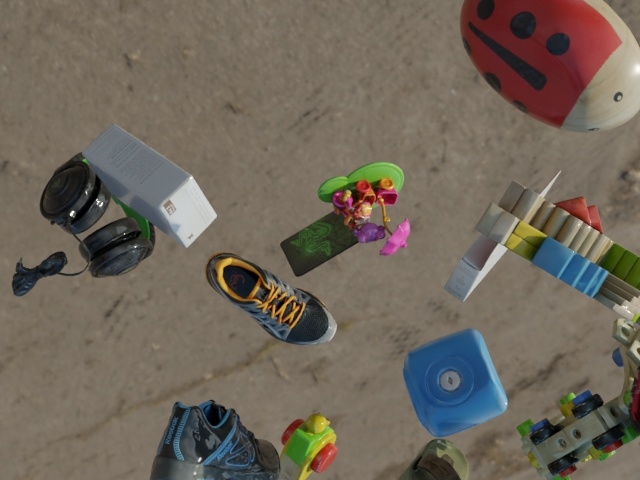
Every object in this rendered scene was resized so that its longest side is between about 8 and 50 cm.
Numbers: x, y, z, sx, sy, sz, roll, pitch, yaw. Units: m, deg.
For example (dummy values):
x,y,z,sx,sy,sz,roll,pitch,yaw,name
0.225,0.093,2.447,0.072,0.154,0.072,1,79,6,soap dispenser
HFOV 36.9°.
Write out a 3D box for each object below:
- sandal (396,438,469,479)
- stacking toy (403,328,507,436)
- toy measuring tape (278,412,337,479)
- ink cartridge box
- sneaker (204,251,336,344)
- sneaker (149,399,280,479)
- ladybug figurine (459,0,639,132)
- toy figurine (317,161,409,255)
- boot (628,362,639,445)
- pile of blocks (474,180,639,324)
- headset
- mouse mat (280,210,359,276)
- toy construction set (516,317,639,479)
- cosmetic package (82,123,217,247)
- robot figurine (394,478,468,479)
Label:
x,y,z,sx,sy,sz,roll,pitch,yaw,name
0.193,0.386,1.533,0.086,0.120,0.303,-44,-179,23,sandal
0.279,0.300,1.864,0.165,0.175,0.302,-23,156,10,stacking toy
-0.039,0.477,2.052,0.121,0.121,0.330,-8,134,-32,toy measuring tape
0.394,-0.022,2.093,0.275,0.060,0.239,-44,163,-35,ink cartridge box
-0.075,0.088,1.388,0.084,0.214,0.083,-62,-178,-8,sneaker
-0.155,0.347,1.634,0.125,0.140,0.341,7,173,23,sneaker
0.453,-0.384,1.977,0.162,0.449,0.305,-37,159,-37,ladybug figurine
0.097,-0.044,1.785,0.173,0.159,0.130,-5,142,-17,toy figurine
0.536,0.348,1.324,0.138,0.377,0.284,-17,130,33,boot
0.377,0.016,1.318,0.362,0.149,0.113,26,98,-30,pile of blocks
-0.453,-0.019,1.840,0.185,0.394,0.243,-32,105,16,headset
0.000,0.000,1.884,0.152,0.190,0.007,-31,113,-1,mouse mat
0.434,0.272,1.509,0.215,0.151,0.328,-15,142,-41,toy construction set
-0.289,-0.095,1.615,0.085,0.231,0.117,-47,144,-16,cosmetic package
0.234,0.556,1.770,0.211,0.291,0.085,-25,132,4,robot figurine
